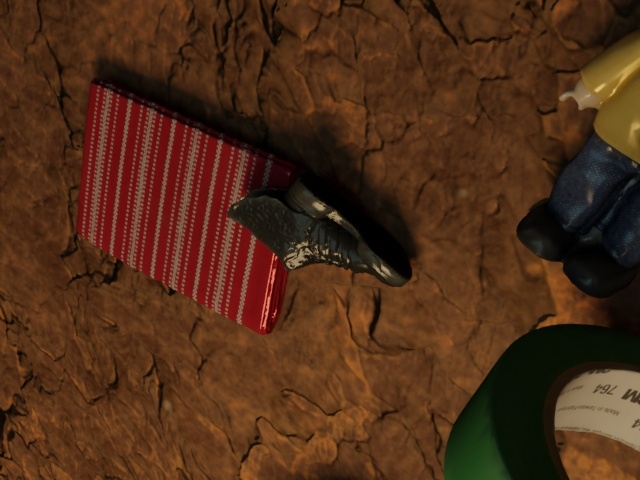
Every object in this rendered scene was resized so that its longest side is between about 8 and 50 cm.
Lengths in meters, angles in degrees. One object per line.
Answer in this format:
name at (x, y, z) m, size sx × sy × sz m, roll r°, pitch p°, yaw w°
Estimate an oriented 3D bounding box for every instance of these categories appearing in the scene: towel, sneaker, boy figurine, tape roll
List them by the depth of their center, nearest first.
tape roll at (0.247, 0.199, 0.779) m, size 0.321 × 0.321 × 0.077 m, roll 38°, pitch 124°, yaw 16°
boy figurine at (0.268, -0.084, 0.804) m, size 0.177 × 0.092 × 0.285 m, roll 43°, pitch 129°, yaw 16°
sneaker at (-0.001, 0.001, 1.024) m, size 0.170 × 0.051 × 0.089 m, roll 42°, pitch 119°, yaw -1°
towel at (-0.142, -0.037, 1.136) m, size 0.275 × 0.031 × 0.198 m, roll 26°, pitch 120°, yaw 24°
